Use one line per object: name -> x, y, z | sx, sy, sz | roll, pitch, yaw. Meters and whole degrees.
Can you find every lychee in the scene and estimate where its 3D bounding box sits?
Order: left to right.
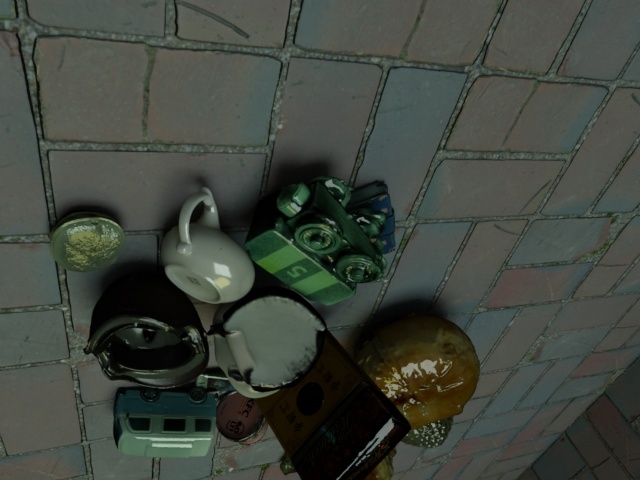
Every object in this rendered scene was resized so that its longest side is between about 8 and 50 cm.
lychee -> 0.323, 0.594, 1.781 | 0.255, 0.274, 0.255 | -35, 167, -9

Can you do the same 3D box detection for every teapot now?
teapot -> -0.227, 0.033, 1.050 | 0.205, 0.139, 0.298 | 20, 148, 17

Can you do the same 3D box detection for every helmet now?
helmet -> -0.372, 0.188, 1.123 | 0.225, 0.177, 0.305 | -15, 143, -3

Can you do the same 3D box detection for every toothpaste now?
toothpaste -> -0.164, 0.398, 1.499 | 0.393, 0.061, 0.098 | -2, 137, -19

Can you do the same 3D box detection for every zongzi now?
zongzi -> -0.070, 0.831, 1.971 | 0.154, 0.062, 0.130 | 4, 118, -35

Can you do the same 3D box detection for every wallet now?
wallet -> 0.109, -0.035, 1.208 | 0.141, 0.059, 0.202 | -22, 136, -6

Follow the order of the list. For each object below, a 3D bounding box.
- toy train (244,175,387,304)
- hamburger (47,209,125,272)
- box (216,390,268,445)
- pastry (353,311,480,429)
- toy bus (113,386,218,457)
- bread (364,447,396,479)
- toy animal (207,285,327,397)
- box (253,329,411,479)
toy train -> 0.000, 0.000, 1.078 | 0.238, 0.166, 0.299 | -26, 127, 36
hamburger -> -0.449, -0.001, 0.988 | 0.133, 0.062, 0.140 | 7, 126, -34
box -> -0.230, 0.542, 1.555 | 0.151, 0.151, 0.135 | -19, 146, -6
pastry -> 0.272, 0.389, 1.545 | 0.410, 0.245, 0.409 | -6, 125, -9
toy bus -> -0.424, 0.499, 1.394 | 0.272, 0.164, 0.133 | 9, 128, -19
bread -> 0.112, 0.725, 1.817 | 0.315, 0.191, 0.369 | 4, 131, 29
toy animal -> -0.129, 0.238, 1.194 | 0.251, 0.250, 0.310 | -7, 171, -18
box -> 0.000, 0.402, 1.287 | 0.264, 0.415, 0.116 | -47, 134, 2
